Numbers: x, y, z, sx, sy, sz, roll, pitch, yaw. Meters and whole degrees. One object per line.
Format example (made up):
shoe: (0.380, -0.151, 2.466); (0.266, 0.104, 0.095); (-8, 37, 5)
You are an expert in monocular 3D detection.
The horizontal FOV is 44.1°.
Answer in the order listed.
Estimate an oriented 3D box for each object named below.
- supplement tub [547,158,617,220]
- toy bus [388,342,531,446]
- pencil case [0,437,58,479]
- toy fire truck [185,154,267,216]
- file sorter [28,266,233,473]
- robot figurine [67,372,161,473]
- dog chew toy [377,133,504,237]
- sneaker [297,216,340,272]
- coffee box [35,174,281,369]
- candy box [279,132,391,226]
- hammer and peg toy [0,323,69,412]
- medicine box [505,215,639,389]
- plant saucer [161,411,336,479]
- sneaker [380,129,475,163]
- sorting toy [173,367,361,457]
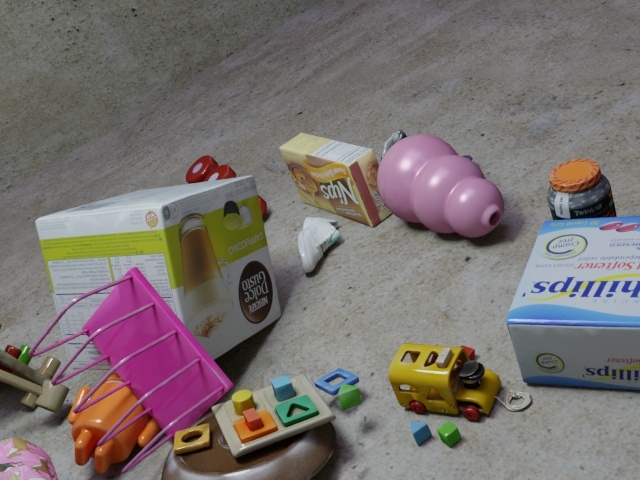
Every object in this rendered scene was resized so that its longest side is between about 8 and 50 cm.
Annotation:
supplement tub: (0.501, -0.052, 1.505); (0.117, 0.190, 0.117); (-18, 30, 11)
toy bus: (0.217, 0.230, 1.336); (0.202, 0.104, 0.191); (-26, 30, -4)
pencil case: (-0.505, 0.497, 1.359); (0.167, 0.160, 0.386); (-48, 34, -6)
toy fire truck: (-0.314, -0.079, 2.188); (0.254, 0.169, 0.302); (-50, 33, -7)
file sorter: (-0.351, 0.239, 1.430); (0.202, 0.290, 0.182); (-45, -9, 31)
robot figurine: (-0.407, 0.349, 1.565); (0.158, 0.128, 0.219); (-14, 30, 29)
dog chew toy: (0.276, -0.111, 1.769); (0.207, 0.206, 0.332); (-34, 39, -18)
sneaker: (0.000, 0.000, 1.906); (0.094, 0.080, 0.212); (-4, 32, 10)
coffee box: (-0.330, 0.067, 1.674); (0.338, 0.334, 0.338); (-4, 12, 29)
candy box: (0.038, -0.160, 2.021); (0.087, 0.182, 0.316); (-38, 32, -22)
hammer and peg toy: (-0.724, 0.270, 1.788); (0.361, 0.266, 0.127); (3, 58, 40)
medicine box: (0.484, 0.098, 1.317); (0.264, 0.149, 0.289); (-3, 35, 33)
plant saucer: (-0.129, 0.351, 1.364); (0.311, 0.050, 0.310); (-13, 18, 4)
sneaker: (0.261, -0.208, 1.960); (0.226, 0.163, 0.086); (-20, 23, 4)
sorting toy: (-0.090, 0.288, 1.367); (0.348, 0.047, 0.196); (-18, 18, -15)
